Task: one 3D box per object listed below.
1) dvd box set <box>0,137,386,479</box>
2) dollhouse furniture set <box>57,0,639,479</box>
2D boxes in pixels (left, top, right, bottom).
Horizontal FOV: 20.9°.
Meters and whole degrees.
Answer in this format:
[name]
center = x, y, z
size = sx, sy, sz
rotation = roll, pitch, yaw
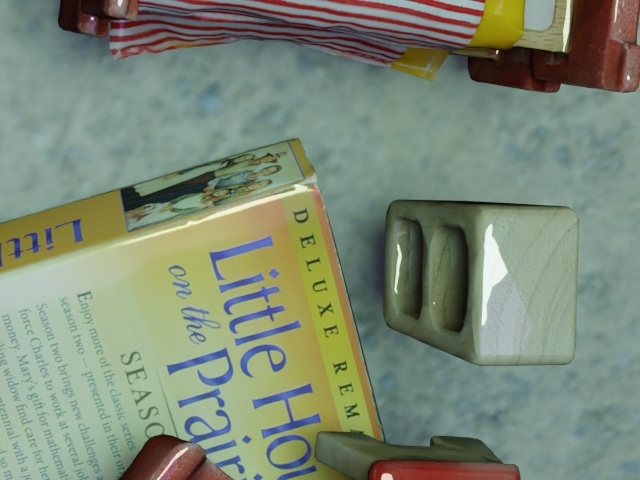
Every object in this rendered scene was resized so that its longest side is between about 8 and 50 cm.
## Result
[dvd box set]
center = -0.171, 0.149, 0.827
size = 0.420, 0.062, 0.307
rotation = -17, 118, -4
[dollhouse furniture set]
center = 0.000, 0.000, 0.671
size = 0.201, 0.152, 0.374
rotation = 4, 93, -15
